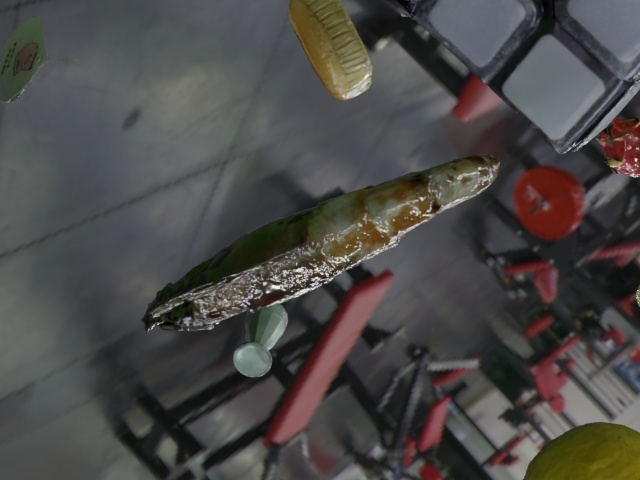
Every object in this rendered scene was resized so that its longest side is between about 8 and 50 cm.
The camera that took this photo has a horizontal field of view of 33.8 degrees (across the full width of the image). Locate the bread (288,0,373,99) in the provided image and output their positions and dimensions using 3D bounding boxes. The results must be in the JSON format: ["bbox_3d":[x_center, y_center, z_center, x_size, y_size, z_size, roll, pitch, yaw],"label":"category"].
[{"bbox_3d":[0.017,-0.395,2.087,0.106,0.236,0.140,-26,168,0],"label":"bread"}]

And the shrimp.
[{"bbox_3d":[0.000,0.000,0.988,0.365,0.071,0.233,-25,-179,21],"label":"shrimp"}]

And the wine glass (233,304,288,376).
[{"bbox_3d":[-0.102,0.162,1.745,0.073,0.073,0.155,-50,-172,23],"label":"wine glass"}]

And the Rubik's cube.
[{"bbox_3d":[0.303,-0.366,1.160,0.359,0.362,0.363,-29,161,-52],"label":"Rubik's cube"}]

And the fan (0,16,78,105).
[{"bbox_3d":[-0.530,-0.337,1.956,0.010,0.310,0.182,21,82,-42],"label":"fan"}]

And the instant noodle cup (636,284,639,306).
[{"bbox_3d":[0.569,0.125,1.547,0.182,0.144,0.182,0,142,0],"label":"instant noodle cup"}]

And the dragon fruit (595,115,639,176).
[{"bbox_3d":[0.441,-0.126,1.463,0.116,0.081,0.086,26,140,-37],"label":"dragon fruit"}]

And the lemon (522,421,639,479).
[{"bbox_3d":[0.300,0.285,1.090,0.181,0.193,0.180,-3,151,-2],"label":"lemon"}]
